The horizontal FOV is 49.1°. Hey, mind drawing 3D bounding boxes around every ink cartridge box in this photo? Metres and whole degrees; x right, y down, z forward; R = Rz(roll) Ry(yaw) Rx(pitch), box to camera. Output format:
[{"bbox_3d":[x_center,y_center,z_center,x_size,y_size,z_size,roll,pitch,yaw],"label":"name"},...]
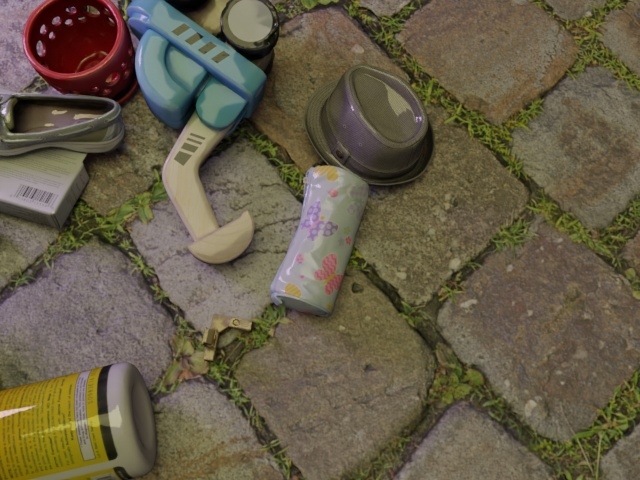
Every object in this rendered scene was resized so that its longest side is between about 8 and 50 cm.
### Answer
[{"bbox_3d":[-0.582,-0.168,1.366,0.275,0.060,0.239,16,60,6],"label":"ink cartridge box"}]

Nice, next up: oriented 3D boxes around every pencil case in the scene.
[{"bbox_3d":[0.000,0.000,1.272,0.124,0.113,0.273,25,73,-30],"label":"pencil case"}]

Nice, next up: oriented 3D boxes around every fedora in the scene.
[{"bbox_3d":[0.103,-0.238,1.329,0.243,0.124,0.275,-26,73,-18],"label":"fedora"}]

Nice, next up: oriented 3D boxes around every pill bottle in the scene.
[{"bbox_3d":[-0.453,0.324,1.142,0.333,0.188,0.188,-12,73,-4],"label":"pill bottle"}]

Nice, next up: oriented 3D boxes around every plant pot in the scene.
[{"bbox_3d":[-0.452,-0.355,1.360,0.191,0.174,0.191,0,72,0],"label":"plant pot"}]

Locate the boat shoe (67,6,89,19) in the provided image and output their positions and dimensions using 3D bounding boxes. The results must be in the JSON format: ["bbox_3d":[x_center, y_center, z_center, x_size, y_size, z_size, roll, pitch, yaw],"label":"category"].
[{"bbox_3d":[-0.526,-0.526,1.485,0.046,0.038,0.125,-19,73,-5],"label":"boat shoe"}]

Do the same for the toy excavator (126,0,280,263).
[{"bbox_3d":[-0.226,-0.235,1.309,0.433,0.222,0.445,35,83,-4],"label":"toy excavator"}]

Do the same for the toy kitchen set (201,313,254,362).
[{"bbox_3d":[-0.167,0.176,1.248,0.075,0.068,0.083,10,73,4],"label":"toy kitchen set"}]

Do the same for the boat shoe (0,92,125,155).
[{"bbox_3d":[-0.529,-0.228,1.298,0.320,0.103,0.118,3,63,-9],"label":"boat shoe"}]
